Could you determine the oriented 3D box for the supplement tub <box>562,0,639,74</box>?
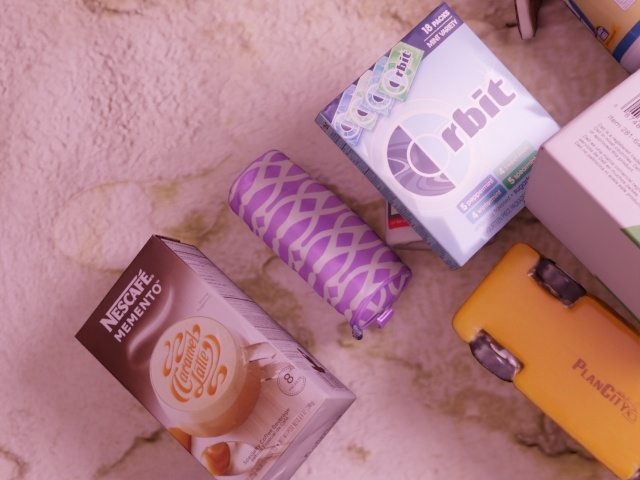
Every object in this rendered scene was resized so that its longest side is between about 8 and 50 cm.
[{"bbox_3d":[0.273,-0.263,1.143,0.144,0.144,0.199,-42,80,11],"label":"supplement tub"}]

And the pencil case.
[{"bbox_3d":[0.000,0.000,1.257,0.086,0.088,0.206,-42,71,-9],"label":"pencil case"}]

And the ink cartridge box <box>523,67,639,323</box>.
[{"bbox_3d":[0.344,-0.065,1.068,0.278,0.117,0.201,-37,71,-14],"label":"ink cartridge box"}]

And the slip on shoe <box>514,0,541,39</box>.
[{"bbox_3d":[0.207,-0.262,1.232,0.041,0.051,0.135,-2,77,8],"label":"slip on shoe"}]

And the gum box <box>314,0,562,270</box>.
[{"bbox_3d":[0.114,-0.093,1.137,0.157,0.041,0.184,-43,90,-11],"label":"gum box"}]

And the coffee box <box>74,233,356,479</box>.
[{"bbox_3d":[-0.106,0.127,1.274,0.246,0.098,0.141,41,98,19],"label":"coffee box"}]

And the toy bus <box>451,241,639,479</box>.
[{"bbox_3d":[0.276,0.144,1.114,0.333,0.130,0.108,42,100,19],"label":"toy bus"}]

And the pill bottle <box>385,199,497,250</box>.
[{"bbox_3d":[0.113,-0.084,1.212,0.108,0.108,0.180,-3,83,20],"label":"pill bottle"}]
